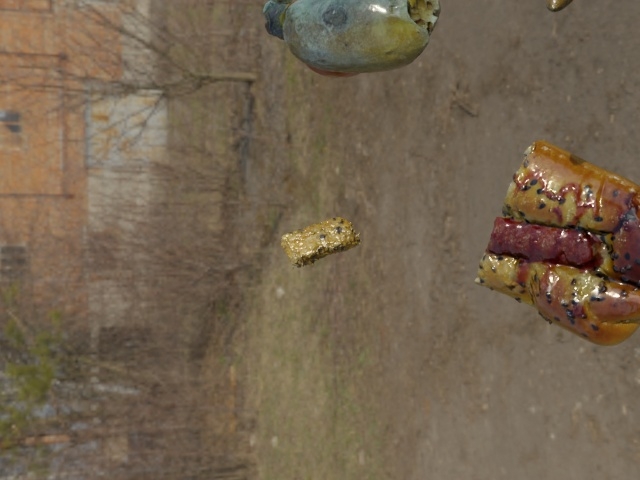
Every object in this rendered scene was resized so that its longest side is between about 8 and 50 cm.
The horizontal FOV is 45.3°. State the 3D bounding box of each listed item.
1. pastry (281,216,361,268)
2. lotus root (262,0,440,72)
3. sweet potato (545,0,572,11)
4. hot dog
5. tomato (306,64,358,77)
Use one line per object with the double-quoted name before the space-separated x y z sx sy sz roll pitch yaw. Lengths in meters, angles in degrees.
"pastry" 0.000 0.000 1.428 0.056 0.140 0.080 86 158 -54
"lotus root" 0.026 -0.221 0.771 0.113 0.192 0.088 -65 -35 -27
"sweet potato" 0.383 -0.400 1.143 0.182 0.054 0.053 -57 3 -30
"hot dog" 0.529 0.023 1.569 0.365 0.196 0.367 29 125 26
"tomato" 0.030 -0.338 1.145 0.195 0.136 0.195 166 90 -78
